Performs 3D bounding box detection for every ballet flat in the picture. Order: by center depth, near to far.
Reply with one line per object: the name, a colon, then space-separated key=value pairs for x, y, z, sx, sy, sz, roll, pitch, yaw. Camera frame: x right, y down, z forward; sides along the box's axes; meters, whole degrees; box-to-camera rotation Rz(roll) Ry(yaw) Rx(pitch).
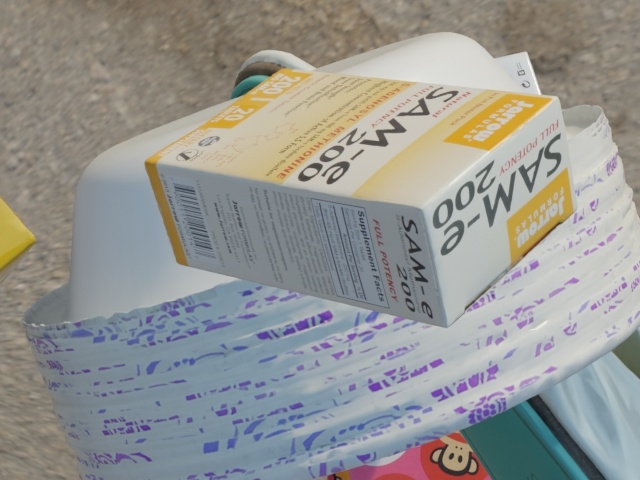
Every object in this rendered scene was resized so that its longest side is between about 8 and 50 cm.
ballet flat: x=0.102 y=0.036 z=0.903 sx=0.139 sy=0.139 sz=0.400 roll=-37 pitch=86 yaw=-19

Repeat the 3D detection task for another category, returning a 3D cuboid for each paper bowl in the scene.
paper bowl: x=0.000 y=0.000 z=0.687 sx=0.284 sy=0.284 sz=0.148 roll=-23 pitch=99 yaw=-20

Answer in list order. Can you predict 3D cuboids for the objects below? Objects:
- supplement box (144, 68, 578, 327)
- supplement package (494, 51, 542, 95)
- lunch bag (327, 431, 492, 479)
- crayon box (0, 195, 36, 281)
supplement box: x=0.010 y=-0.015 z=0.397 sx=0.062 sy=0.098 sz=0.036 roll=-39 pitch=126 yaw=-38
supplement package: x=0.126 y=-0.081 z=1.778 sx=0.293 sy=0.177 sz=0.175 roll=-13 pitch=64 yaw=-2
lunch bag: x=0.159 y=0.184 z=1.251 sx=0.293 sy=0.120 sz=0.258 roll=18 pitch=76 yaw=15
crayon box: x=-0.337 y=0.052 z=1.154 sx=0.202 sy=0.318 sz=0.081 roll=-41 pitch=94 yaw=-22
